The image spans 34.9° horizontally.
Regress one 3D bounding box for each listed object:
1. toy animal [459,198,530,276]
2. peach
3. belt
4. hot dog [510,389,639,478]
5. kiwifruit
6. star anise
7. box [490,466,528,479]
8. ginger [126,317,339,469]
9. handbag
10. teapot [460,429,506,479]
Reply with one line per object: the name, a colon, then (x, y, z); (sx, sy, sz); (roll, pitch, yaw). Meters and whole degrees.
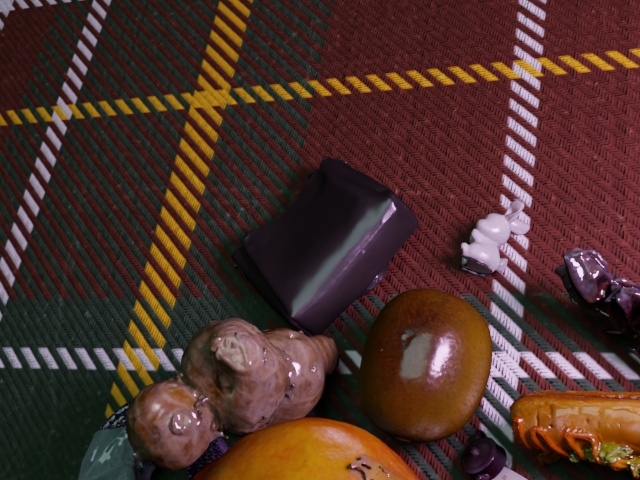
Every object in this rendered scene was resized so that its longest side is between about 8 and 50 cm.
toy animal: (0.282, -0.005, 1.681); (0.085, 0.071, 0.124); (15, 67, 31)
peach: (-0.025, 0.419, 1.395); (0.373, 0.372, 0.290); (-3, 25, 21)
belt: (-0.265, 0.404, 1.627); (0.260, 0.122, 0.324); (-16, 54, 8)
hot dog: (0.435, 0.267, 1.395); (0.349, 0.158, 0.117); (-2, 78, 22)
kiwifruit: (0.155, 0.193, 1.539); (0.196, 0.196, 0.234); (14, 73, 30)
star anise: (0.461, 0.099, 1.468); (0.283, 0.212, 0.129); (28, 86, 42)
box: (0.305, 0.398, 1.446); (0.167, 0.024, 0.090); (27, 72, 34)
ginger: (-0.111, 0.217, 1.554); (0.176, 0.375, 0.256); (50, 120, 22)
handbag: (0.000, 0.000, 1.774); (0.285, 0.113, 0.257); (-48, 48, -1)
teapot: (0.237, 0.318, 1.501); (0.068, 0.045, 0.100); (-32, 28, 26)
